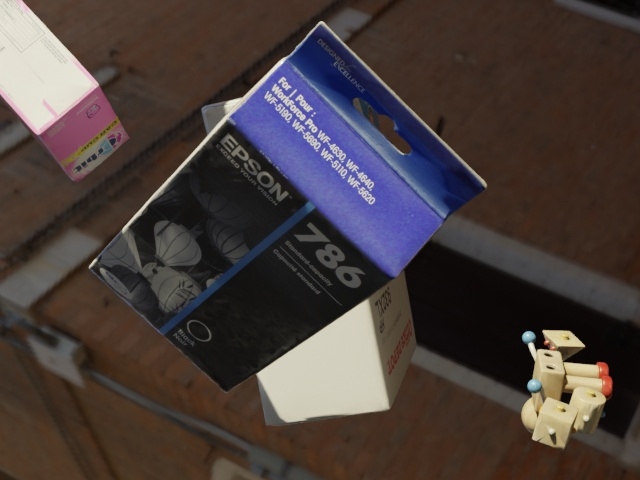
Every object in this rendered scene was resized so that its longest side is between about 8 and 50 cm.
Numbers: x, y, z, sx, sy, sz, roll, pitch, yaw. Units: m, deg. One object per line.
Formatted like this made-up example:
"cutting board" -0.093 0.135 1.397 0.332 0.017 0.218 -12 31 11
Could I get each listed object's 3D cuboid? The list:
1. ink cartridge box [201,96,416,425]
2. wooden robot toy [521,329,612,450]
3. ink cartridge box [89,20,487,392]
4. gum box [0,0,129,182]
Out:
"ink cartridge box" 0.000 0.000 1.135 0.223 0.129 0.308 -43 -57 -75
"wooden robot toy" 0.207 0.145 0.988 0.173 0.076 0.079 -71 -7 -67
"ink cartridge box" -0.041 -0.006 0.859 0.332 0.165 0.065 -40 8 48
"gum box" -0.246 -0.147 0.925 0.062 0.188 0.107 -41 -15 -8
